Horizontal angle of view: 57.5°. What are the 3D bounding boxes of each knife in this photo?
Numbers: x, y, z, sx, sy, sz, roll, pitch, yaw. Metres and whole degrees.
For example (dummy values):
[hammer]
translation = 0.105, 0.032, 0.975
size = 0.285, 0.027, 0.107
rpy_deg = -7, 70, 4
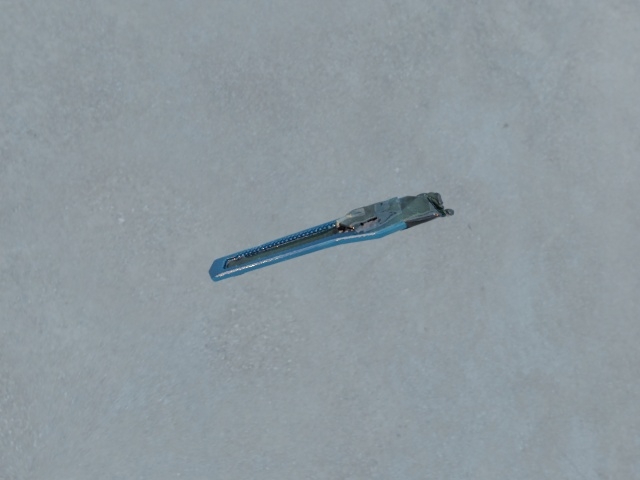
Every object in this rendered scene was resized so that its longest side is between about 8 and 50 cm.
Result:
[knife]
translation = -0.001, -0.001, 0.638
size = 0.026, 0.296, 0.044
rpy_deg = 49, 31, -47
